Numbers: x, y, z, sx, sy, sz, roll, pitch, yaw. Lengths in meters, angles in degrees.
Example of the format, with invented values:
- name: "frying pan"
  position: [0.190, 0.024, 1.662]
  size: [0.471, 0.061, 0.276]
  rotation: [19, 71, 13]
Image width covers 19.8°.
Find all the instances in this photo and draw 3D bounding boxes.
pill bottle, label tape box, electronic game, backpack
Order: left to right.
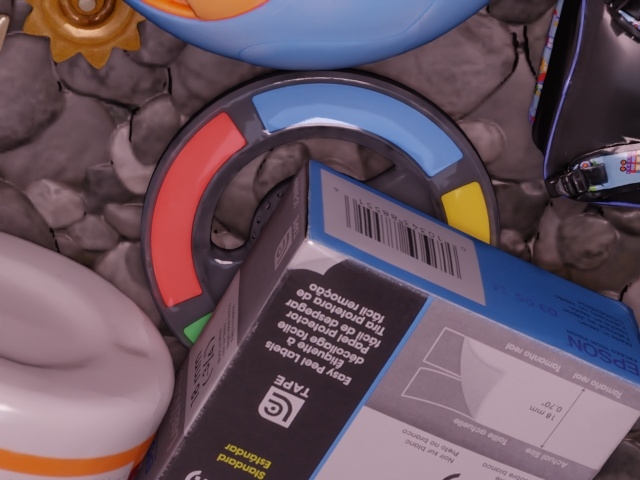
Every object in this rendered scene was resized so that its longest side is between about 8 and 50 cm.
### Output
- name: "pill bottle"
  position: [-0.263, 0.203, 1.152]
  size: [0.224, 0.224, 0.392]
  rotation: [23, 110, -9]
- name: "electronic game"
  position: [0.000, 0.000, 1.165]
  size: [0.229, 0.048, 0.229]
  rotation: [0, 113, 0]
- name: "label tape box"
  position: [0.018, 0.146, 1.161]
  size: [0.241, 0.106, 0.333]
  rotation: [24, 117, -15]
- name: "backpack"
  position: [0.224, -0.094, 1.091]
  size: [0.173, 0.117, 0.158]
  rotation: [9, 111, -3]

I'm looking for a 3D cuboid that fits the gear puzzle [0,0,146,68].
- name: "gear puzzle"
  position: [-0.258, -0.191, 1.095]
  size: [0.339, 0.044, 0.175]
  rotation: [14, 110, -9]

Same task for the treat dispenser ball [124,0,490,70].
- name: "treat dispenser ball"
  position: [-0.008, -0.231, 0.943]
  size: [0.288, 0.288, 0.288]
  rotation: [0, 112, 0]
